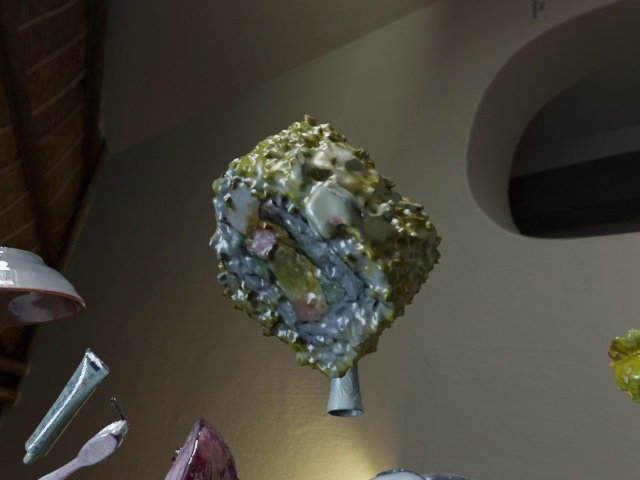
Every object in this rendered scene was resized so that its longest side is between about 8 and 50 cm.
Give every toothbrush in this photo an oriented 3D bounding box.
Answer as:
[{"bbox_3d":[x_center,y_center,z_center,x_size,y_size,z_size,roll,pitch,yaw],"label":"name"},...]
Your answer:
[{"bbox_3d":[-0.312,0.272,0.650,0.025,0.307,0.029,51,-160,-8],"label":"toothbrush"}]

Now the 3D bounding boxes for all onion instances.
[{"bbox_3d":[-0.137,0.306,0.582,0.111,0.247,0.250,33,-120,-4],"label":"onion"}]

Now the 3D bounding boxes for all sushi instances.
[{"bbox_3d":[0.000,0.000,1.046,0.396,0.351,0.240,43,-137,8],"label":"sushi"}]

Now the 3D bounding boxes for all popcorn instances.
[{"bbox_3d":[0.755,0.282,1.371,0.197,0.197,0.156,29,-136,-40],"label":"popcorn"}]

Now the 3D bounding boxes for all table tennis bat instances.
[{"bbox_3d":[-0.333,0.279,0.998,0.007,0.083,0.050,-26,-118,-15],"label":"table tennis bat"}]

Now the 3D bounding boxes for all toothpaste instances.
[{"bbox_3d":[-0.525,0.347,1.227,0.047,0.069,0.268,32,-84,-37],"label":"toothpaste"}]

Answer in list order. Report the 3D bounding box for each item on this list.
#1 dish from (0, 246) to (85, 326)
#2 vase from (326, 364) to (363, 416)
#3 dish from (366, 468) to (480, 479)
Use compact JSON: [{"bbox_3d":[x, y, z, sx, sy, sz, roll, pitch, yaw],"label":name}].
[{"bbox_3d":[-0.474,0.062,0.860,0.260,0.260,0.085,9,-112,-45],"label":"dish"},{"bbox_3d":[0.065,0.345,1.592,0.096,0.096,0.219,27,-126,-41],"label":"vase"},{"bbox_3d":[0.068,0.294,0.527,0.303,0.303,0.120,-40,-82,-42],"label":"dish"}]
